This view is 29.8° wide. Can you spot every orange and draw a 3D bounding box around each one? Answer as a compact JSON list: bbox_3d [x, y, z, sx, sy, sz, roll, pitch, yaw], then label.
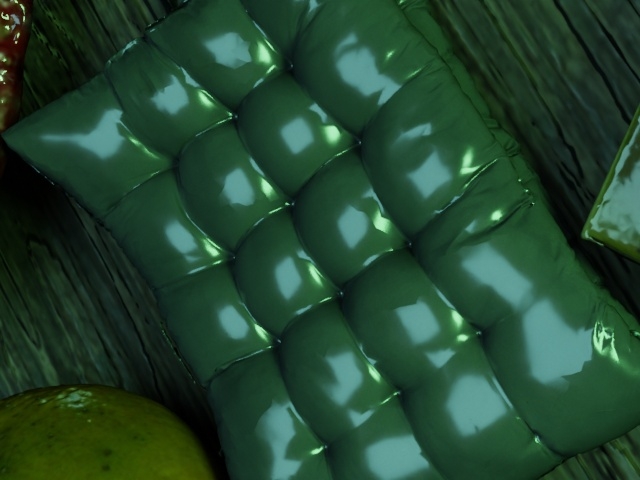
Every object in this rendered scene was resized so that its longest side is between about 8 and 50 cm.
[{"bbox_3d":[-0.139,0.200,0.659,0.240,0.171,0.240,0,89,29],"label":"orange"}]

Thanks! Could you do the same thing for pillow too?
[{"bbox_3d":[0.000,0.000,0.626,0.228,0.101,0.326,-38,77,22],"label":"pillow"}]

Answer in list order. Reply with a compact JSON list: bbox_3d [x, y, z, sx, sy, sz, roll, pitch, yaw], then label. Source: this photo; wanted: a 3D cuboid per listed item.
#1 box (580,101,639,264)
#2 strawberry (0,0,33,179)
[{"bbox_3d":[0.253,-0.017,0.512,0.240,0.071,0.159,29,102,25],"label":"box"},{"bbox_3d":[-0.240,-0.059,0.700,0.228,0.098,0.174,-59,30,23],"label":"strawberry"}]
